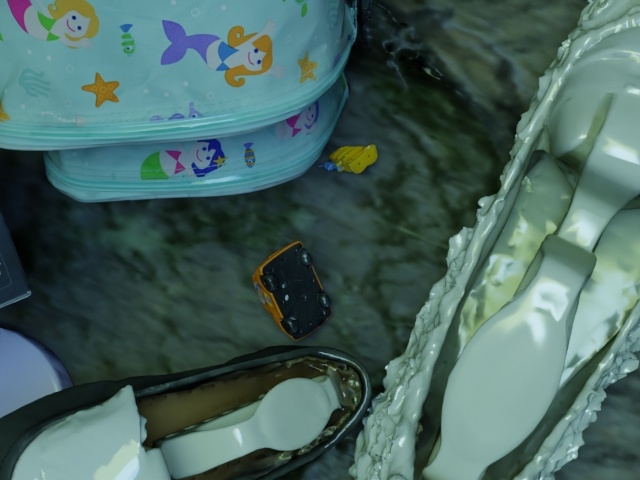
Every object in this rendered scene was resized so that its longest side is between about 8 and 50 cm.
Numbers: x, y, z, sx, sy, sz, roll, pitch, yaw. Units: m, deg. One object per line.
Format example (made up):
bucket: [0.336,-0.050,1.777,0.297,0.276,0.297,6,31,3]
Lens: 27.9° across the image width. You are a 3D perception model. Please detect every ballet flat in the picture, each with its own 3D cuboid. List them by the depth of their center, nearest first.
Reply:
ballet flat: [-0.085,0.109,0.678,0.280,0.096,0.095,-21,89,-37]
ballet flat: [0.148,0.006,0.714,0.147,0.147,0.409,27,86,12]

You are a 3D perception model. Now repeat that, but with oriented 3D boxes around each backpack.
backpack: [-0.084,-0.126,0.710,0.225,0.253,0.191,-2,112,9]

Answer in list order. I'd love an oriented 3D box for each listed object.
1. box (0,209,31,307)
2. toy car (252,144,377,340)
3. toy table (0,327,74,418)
box: [-0.248,-0.035,0.707,0.093,0.156,0.158,-25,109,-26]
toy car: [0.000,0.000,0.798,0.122,0.060,0.040,-53,32,-17]
toy table: [-0.268,0.172,0.746,0.252,0.161,0.274,20,87,12]
